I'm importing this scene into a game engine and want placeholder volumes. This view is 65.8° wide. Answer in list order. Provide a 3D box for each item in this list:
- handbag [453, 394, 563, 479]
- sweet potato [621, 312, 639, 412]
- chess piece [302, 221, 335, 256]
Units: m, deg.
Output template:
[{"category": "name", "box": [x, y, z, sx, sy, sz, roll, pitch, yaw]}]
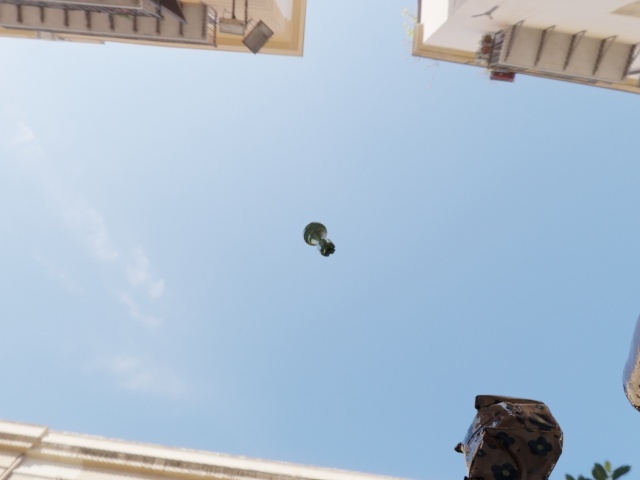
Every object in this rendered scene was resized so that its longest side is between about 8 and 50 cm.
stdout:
[{"category": "handbag", "box": [0.465, 0.523, 1.255, 0.193, 0.190, 0.251, 10, -67, -2]}, {"category": "sweet potato", "box": [0.261, 0.066, 0.342, 0.078, 0.058, 0.255, -5, -46, -1]}, {"category": "chess piece", "box": [0.000, 0.000, 1.254, 0.067, 0.103, 0.067, -10, -60, -19]}]
